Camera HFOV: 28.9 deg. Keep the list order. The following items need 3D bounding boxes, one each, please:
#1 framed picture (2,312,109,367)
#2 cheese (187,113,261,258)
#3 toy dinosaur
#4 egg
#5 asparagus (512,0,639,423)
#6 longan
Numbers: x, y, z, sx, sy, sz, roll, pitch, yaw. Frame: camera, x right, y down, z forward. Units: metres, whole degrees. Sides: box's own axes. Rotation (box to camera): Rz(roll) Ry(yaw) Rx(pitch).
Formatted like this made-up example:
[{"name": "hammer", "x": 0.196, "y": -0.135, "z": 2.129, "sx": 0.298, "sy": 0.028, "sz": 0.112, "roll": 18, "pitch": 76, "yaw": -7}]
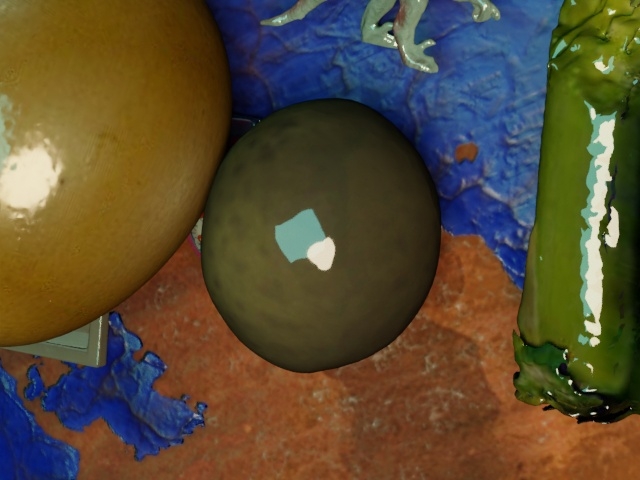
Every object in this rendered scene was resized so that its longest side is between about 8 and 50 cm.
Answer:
[{"name": "framed picture", "x": -0.316, "y": 0.008, "z": 1.196, "sx": 0.265, "sy": 0.018, "sz": 0.192, "roll": 7, "pitch": 97, "yaw": 22}, {"name": "cheese", "x": -0.076, "y": -0.037, "z": 1.077, "sx": 0.095, "sy": 0.038, "sz": 0.145, "roll": 10, "pitch": 100, "yaw": 21}, {"name": "toy dinosaur", "x": 0.054, "y": -0.217, "z": 0.973, "sx": 0.242, "sy": 0.053, "sz": 0.167, "roll": 5, "pitch": 114, "yaw": 30}, {"name": "egg", "x": -0.221, "y": -0.084, "z": 0.992, "sx": 0.282, "sy": 0.282, "sz": 0.351, "roll": 17, "pitch": 76, "yaw": 21}, {"name": "asparagus", "x": 0.213, "y": -0.062, "z": 0.900, "sx": 0.108, "sy": 0.128, "sz": 0.382, "roll": 23, "pitch": 111, "yaw": 61}, {"name": "longan", "x": 0.000, "y": 0.000, "z": 0.968, "sx": 0.196, "sy": 0.196, "sz": 0.220, "roll": 18, "pitch": 105, "yaw": 20}]
